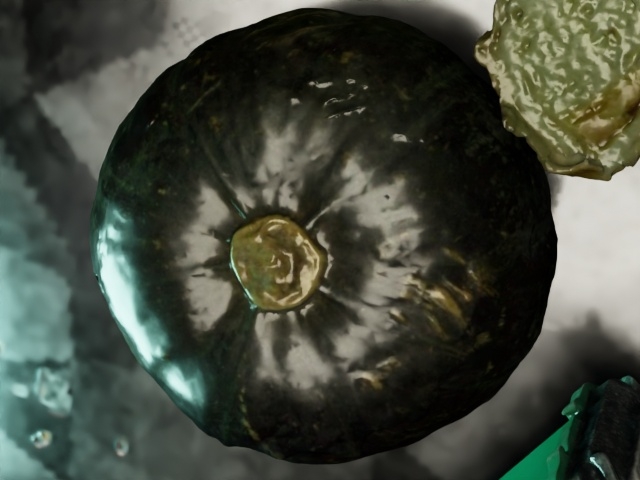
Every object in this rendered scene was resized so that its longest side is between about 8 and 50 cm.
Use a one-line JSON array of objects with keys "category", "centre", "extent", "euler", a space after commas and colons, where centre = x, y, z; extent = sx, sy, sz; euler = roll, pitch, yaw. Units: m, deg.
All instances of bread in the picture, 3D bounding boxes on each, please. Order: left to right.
[{"category": "bread", "centre": [0.269, -0.202, 1.216], "extent": [0.196, 0.252, 0.238], "euler": [29, 115, 15]}]

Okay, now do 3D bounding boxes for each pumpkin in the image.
[{"category": "pumpkin", "centre": [0.000, 0.000, 1.276], "extent": [0.454, 0.344, 0.454], "euler": [3, 99, 17]}]

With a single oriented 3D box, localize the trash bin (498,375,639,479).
[{"category": "trash bin", "centre": [0.240, 0.345, 1.369], "extent": [0.381, 0.295, 0.259], "euler": [-40, 94, 27]}]
